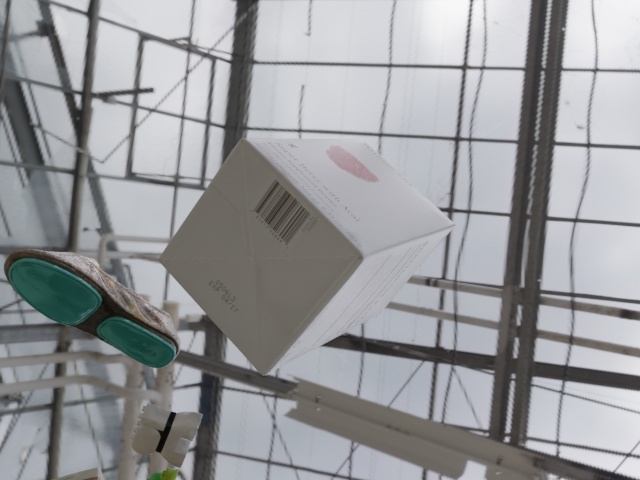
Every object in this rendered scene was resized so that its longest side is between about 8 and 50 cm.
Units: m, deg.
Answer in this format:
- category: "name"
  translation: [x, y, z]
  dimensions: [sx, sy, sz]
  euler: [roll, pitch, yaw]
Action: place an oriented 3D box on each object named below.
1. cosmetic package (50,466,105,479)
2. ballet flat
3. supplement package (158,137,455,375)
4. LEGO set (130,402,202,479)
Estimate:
- category: "cosmetic package"
  translation: [-0.589, 0.689, 1.688]
  dimensions: [0.296, 0.153, 0.129]
  euler: [-138, -145, -70]
- category: "ballet flat"
  translation: [-0.349, 0.091, 1.104]
  dimensions: [0.108, 0.316, 0.106]
  euler: [-33, -143, 15]
- category: "supplement package"
  translation: [0.000, 0.000, 0.819]
  dimensions: [0.177, 0.293, 0.175]
  euler: [45, -66, 15]
- category: "LEGO set"
  translation: [-0.197, 0.252, 0.665]
  dimensions: [0.093, 0.087, 0.227]
  euler: [22, -62, -7]
